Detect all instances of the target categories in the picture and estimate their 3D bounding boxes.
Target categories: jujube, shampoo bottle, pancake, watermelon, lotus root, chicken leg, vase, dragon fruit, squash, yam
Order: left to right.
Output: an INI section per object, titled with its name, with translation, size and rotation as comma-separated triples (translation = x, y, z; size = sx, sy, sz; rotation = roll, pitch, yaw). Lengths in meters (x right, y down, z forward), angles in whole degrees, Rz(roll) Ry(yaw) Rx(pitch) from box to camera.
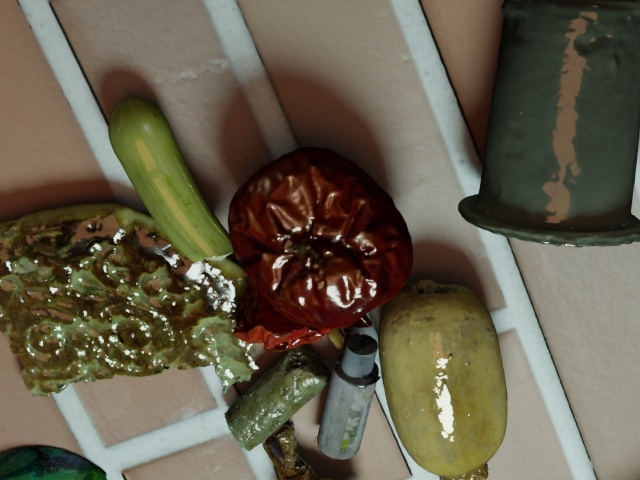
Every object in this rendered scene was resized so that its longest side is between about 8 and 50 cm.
[watermelon]
translation = -0.422, 0.379, 1.742
size = 0.231, 0.128, 0.146
rotation = 23, 92, -6
[pancake]
translation = -0.274, 0.084, 1.651
size = 0.427, 0.067, 0.305
rotation = -2, 118, 0
[squash]
translation = -0.200, -0.075, 1.548
size = 0.083, 0.083, 0.250
rotation = -30, 95, 11
[yam]
translation = -0.066, 0.226, 1.686
size = 0.078, 0.078, 0.179
rotation = 42, 109, -14
[dragon fruit]
translation = -0.024, 0.105, 1.634
size = 0.192, 0.122, 0.092
rotation = 0, 142, -27
[chicken leg]
translation = -0.019, 0.369, 1.714
size = 0.196, 0.080, 0.125
rotation = 40, 85, 12
[jujube]
translation = 0.000, 0.000, 1.528
size = 0.213, 0.213, 0.232
rotation = -38, 84, 14
[shampoo bottle]
translation = 0.042, 0.220, 1.652
size = 0.072, 0.072, 0.214
rotation = 9, 130, -3
[lotus root]
translation = 0.176, 0.217, 1.636
size = 0.169, 0.151, 0.343
rotation = -10, 106, 7
[vase]
translation = 0.303, -0.157, 1.455
size = 0.245, 0.245, 0.291
rotation = 4, 107, -1
